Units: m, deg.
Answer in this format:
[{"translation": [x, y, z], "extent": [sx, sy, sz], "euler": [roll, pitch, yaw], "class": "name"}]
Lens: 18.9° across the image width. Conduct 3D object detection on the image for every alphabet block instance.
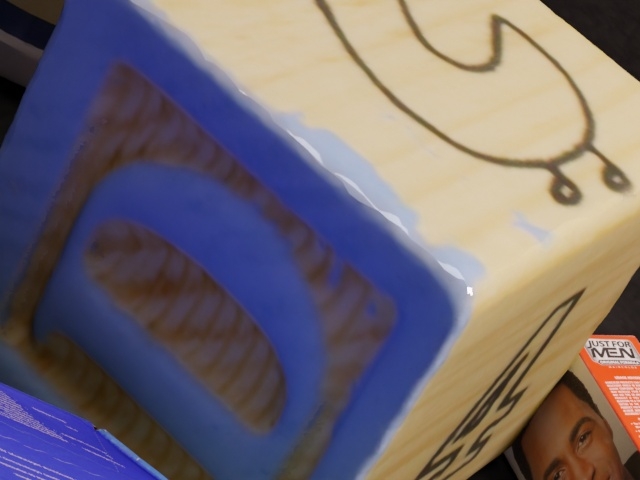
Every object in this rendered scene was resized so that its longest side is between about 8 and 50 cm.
[{"translation": [0.000, 0.000, 0.754], "extent": [0.192, 0.193, 0.197], "euler": [43, 36, 15], "class": "alphabet block"}]

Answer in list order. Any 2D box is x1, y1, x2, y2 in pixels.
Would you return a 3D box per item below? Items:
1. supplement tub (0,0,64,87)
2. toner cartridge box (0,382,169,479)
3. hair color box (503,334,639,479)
[{"translation": [-0.066, -0.241, 0.897], "extent": [0.228, 0.316, 0.228], "euler": [20, 36, -15], "class": "supplement tub"}, {"translation": [-0.151, 0.057, 0.483], "extent": [0.348, 0.075, 0.165], "euler": [31, 0, -43], "class": "toner cartridge box"}, {"translation": [0.135, 0.114, 0.814], "extent": [0.043, 0.072, 0.141], "euler": [3, 42, -33], "class": "hair color box"}]
